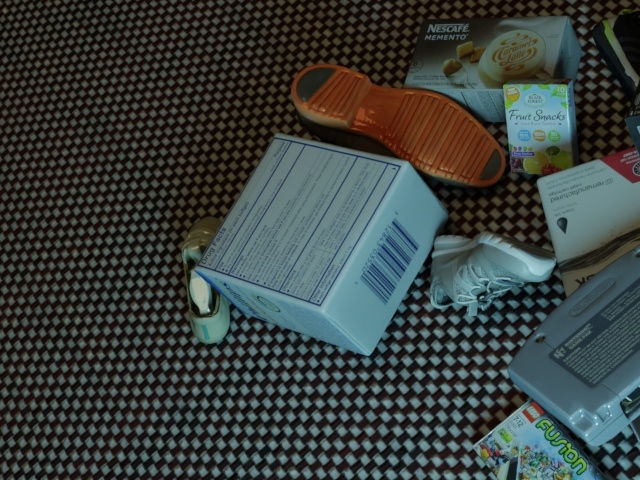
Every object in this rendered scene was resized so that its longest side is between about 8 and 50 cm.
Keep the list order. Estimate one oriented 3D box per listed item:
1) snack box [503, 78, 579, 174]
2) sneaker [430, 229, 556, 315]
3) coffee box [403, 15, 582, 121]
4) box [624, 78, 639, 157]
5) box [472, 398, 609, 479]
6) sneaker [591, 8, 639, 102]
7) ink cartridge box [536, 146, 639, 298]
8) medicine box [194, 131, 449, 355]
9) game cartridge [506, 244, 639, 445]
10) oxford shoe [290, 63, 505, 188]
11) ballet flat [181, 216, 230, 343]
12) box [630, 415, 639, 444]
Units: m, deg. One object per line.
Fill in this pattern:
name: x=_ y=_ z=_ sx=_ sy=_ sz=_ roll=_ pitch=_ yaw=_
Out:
snack box: x=0.332 y=-0.170 z=2.023 sx=0.100 sy=0.141 sz=0.037 roll=3 pitch=23 yaw=27
sneaker: x=0.241 y=0.055 z=1.907 sx=0.281 sy=0.105 sz=0.115 roll=173 pitch=113 yaw=-71
coffee box: x=0.273 y=-0.271 z=2.135 sx=0.246 sy=0.098 sz=0.141 roll=5 pitch=63 yaw=29
box: x=0.576 y=-0.247 z=1.867 sx=0.242 sy=0.077 sz=0.307 roll=-9 pitch=34 yaw=33
box: x=0.307 y=0.317 z=1.793 sx=0.114 sy=0.036 sz=0.207 roll=-40 pitch=51 yaw=-1
sneaker: x=0.492 y=-0.271 z=2.033 sx=0.097 sy=0.084 sz=0.235 roll=-28 pitch=52 yaw=8
ink cartridge box: x=0.430 y=0.019 z=1.865 sx=0.197 sy=0.114 sz=0.273 roll=-19 pitch=55 yaw=15
medicine box: x=0.000 y=0.000 z=2.056 sx=0.289 sy=0.149 sz=0.263 roll=16 pitch=69 yaw=42
game cartridge: x=0.387 y=0.111 z=1.680 sx=0.297 sy=0.062 sz=0.198 roll=-39 pitch=29 yaw=-7
oxford shoe: x=0.127 y=-0.165 z=2.143 sx=0.363 sy=0.133 sz=0.130 roll=27 pitch=67 yaw=18
ballet flat: x=-0.188 y=0.047 z=2.186 sx=0.086 sy=0.086 sz=0.248 roll=-20 pitch=53 yaw=15
box: x=0.501 y=0.234 z=1.660 sx=0.203 sy=0.168 sz=0.167 roll=-28 pitch=51 yaw=10
